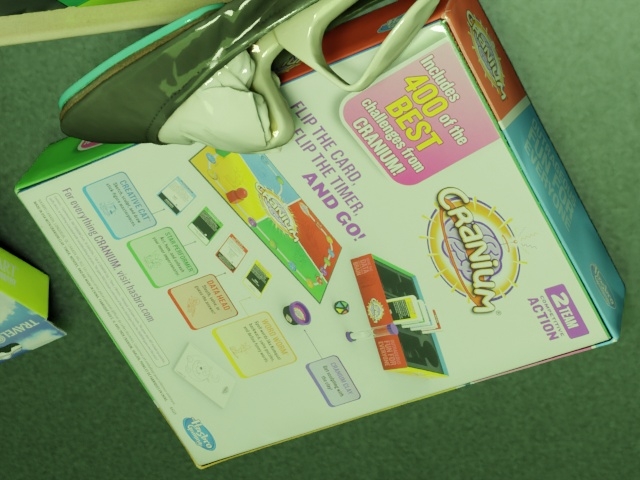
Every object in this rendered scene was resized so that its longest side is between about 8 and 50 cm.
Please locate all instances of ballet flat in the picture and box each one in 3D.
[{"bbox_3d":[-0.025,-0.110,0.981,0.280,0.095,0.096,-34,80,20],"label":"ballet flat"}]

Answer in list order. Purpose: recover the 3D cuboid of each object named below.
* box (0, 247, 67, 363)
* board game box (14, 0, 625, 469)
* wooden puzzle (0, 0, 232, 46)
[{"bbox_3d":[-0.269,0.029,1.190,0.109,0.042,0.178,-22,142,27],"label":"box"},{"bbox_3d":[0.000,0.000,1.117,0.316,0.064,0.242,-19,115,25],"label":"board game box"},{"bbox_3d":[-0.094,-0.180,0.923,0.044,0.221,0.239,67,151,22],"label":"wooden puzzle"}]
